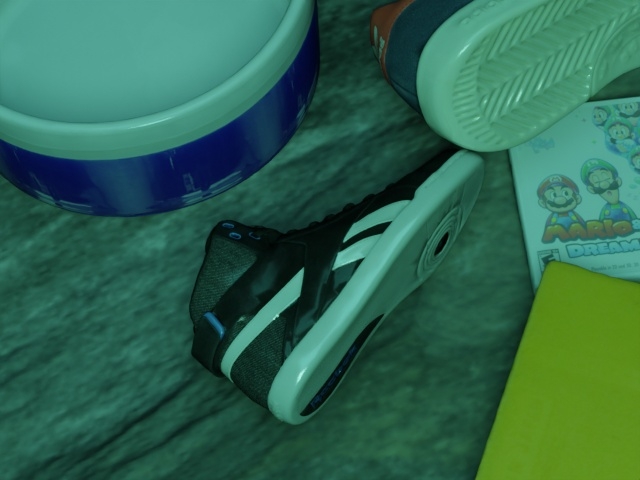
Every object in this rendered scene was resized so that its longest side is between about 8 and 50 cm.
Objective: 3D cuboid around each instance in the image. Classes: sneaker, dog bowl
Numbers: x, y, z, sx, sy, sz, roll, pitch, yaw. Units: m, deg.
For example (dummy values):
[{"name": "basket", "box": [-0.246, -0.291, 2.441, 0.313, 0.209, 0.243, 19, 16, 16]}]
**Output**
[{"name": "sneaker", "box": [0.191, -0.180, 0.966, 0.350, 0.131, 0.148, -21, 33, -20]}, {"name": "sneaker", "box": [0.000, 0.000, 0.888, 0.121, 0.079, 0.217, 31, 66, 22]}, {"name": "dog bowl", "box": [-0.133, -0.150, 0.984, 0.265, 0.104, 0.265, -2, 58, 4]}]

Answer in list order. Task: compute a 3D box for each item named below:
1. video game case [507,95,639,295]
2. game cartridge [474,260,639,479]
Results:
[{"name": "video game case", "box": [0.207, -0.034, 0.926, 0.157, 0.019, 0.143, -6, 57, 2]}, {"name": "game cartridge", "box": [0.241, 0.172, 0.765, 0.324, 0.052, 0.285, 15, 59, 15]}]
